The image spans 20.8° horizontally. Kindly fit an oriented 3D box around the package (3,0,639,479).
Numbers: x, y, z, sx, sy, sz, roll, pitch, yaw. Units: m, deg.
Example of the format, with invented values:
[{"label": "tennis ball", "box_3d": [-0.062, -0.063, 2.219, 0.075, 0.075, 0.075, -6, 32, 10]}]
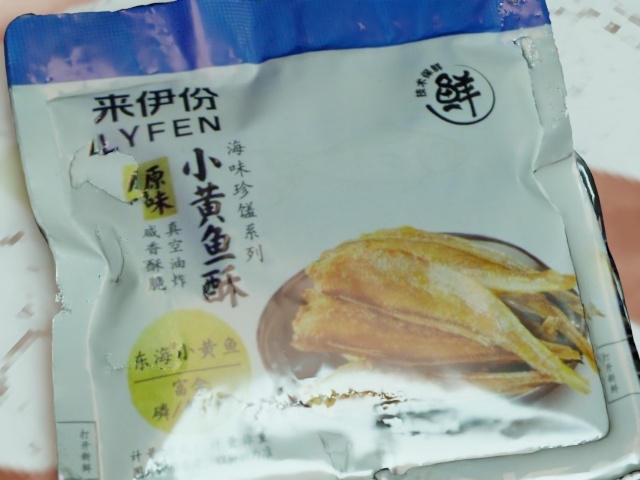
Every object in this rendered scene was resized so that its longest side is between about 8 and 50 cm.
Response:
[{"label": "package", "box_3d": [0.000, 0.000, 0.509, 0.171, 0.027, 0.173, -9, 70, -7]}]
